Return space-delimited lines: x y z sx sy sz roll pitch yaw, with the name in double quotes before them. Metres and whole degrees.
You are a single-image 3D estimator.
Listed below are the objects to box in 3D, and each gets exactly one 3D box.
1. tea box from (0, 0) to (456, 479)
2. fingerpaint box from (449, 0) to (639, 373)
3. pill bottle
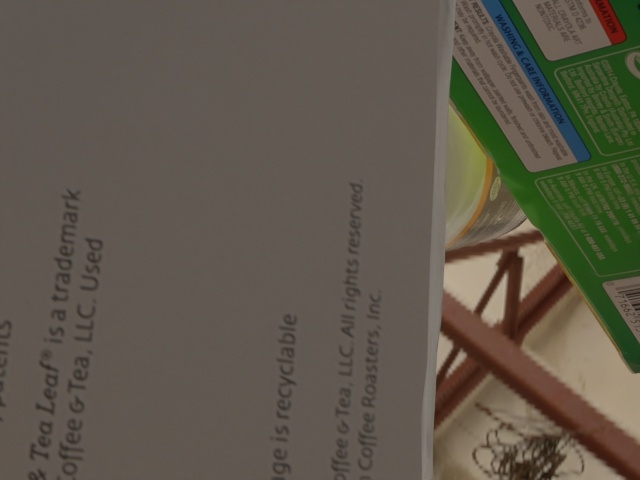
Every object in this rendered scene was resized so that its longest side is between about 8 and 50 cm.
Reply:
"tea box" -0.108 -0.003 0.460 0.220 0.323 0.329 8 -105 -15
"fingerpaint box" 0.223 -0.183 0.921 0.163 0.445 0.371 -13 -134 29
"pill bottle" 0.110 -0.072 1.147 0.162 0.278 0.162 3 -83 27
